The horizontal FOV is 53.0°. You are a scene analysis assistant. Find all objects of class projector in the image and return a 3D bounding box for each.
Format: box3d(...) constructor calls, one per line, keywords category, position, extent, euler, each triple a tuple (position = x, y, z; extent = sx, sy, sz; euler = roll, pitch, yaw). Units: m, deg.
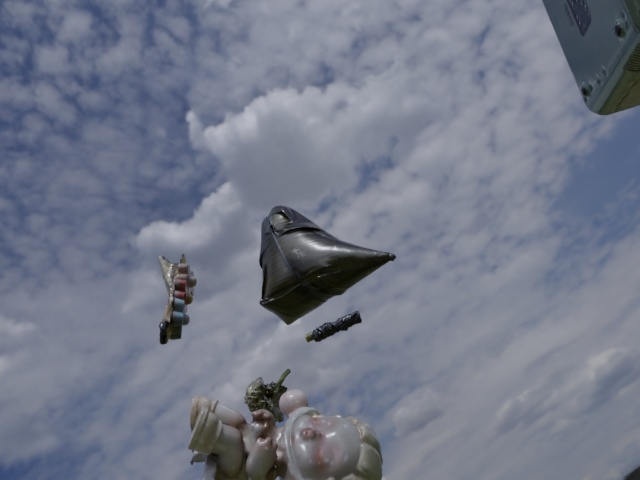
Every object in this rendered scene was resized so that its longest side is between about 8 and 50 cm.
box3d(category="projector", position=(0.317, -0.289, 0.697), extent=(0.108, 0.250, 0.198), euler=(-16, -12, 6))

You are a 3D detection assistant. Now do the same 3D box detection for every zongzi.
box3d(category="zongzi", position=(0.000, 0.000, 1.088), extent=(0.242, 0.221, 0.112), euler=(-31, -43, 23))

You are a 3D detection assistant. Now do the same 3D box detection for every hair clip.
box3d(category="hair clip", position=(-0.206, 0.079, 0.930), extent=(0.056, 0.214, 0.062), euler=(-3, -61, -13))

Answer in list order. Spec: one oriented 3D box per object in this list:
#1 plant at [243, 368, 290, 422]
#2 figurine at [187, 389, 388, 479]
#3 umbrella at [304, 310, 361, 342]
box3d(category="plant", position=(-0.098, 0.323, 1.362), extent=(0.122, 0.104, 0.116), euler=(-51, -3, -15))
box3d(category="figurine", position=(-0.032, 0.269, 0.751), extent=(0.257, 0.182, 0.144), euler=(9, -85, -7))
box3d(category="umbrella", position=(0.031, 0.208, 1.528), extent=(0.144, 0.037, 0.040), euler=(-25, 3, 5))
